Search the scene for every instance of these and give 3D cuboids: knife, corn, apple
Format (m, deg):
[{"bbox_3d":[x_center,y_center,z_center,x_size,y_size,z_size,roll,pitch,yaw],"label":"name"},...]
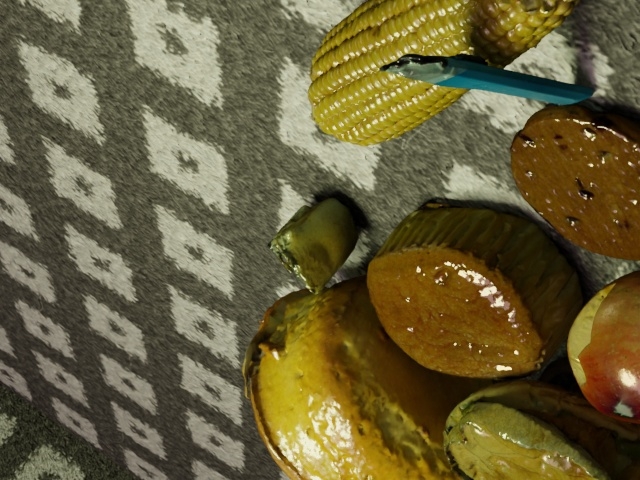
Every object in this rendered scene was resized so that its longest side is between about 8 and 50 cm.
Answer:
[{"bbox_3d":[0.164,-0.149,1.100,0.044,0.296,0.026,-20,76,41],"label":"knife"},{"bbox_3d":[0.106,-0.202,1.181,0.144,0.144,0.387,44,150,-7],"label":"corn"},{"bbox_3d":[0.361,0.117,1.298,0.199,0.199,0.199,29,150,19],"label":"apple"}]

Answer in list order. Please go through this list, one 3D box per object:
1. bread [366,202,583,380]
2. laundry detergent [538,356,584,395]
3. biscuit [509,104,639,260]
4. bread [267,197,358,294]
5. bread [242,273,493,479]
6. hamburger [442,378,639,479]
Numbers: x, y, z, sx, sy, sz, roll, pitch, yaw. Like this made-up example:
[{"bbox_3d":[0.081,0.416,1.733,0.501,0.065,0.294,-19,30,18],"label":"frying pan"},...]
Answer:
[{"bbox_3d":[0.188,0.069,1.464,0.253,0.142,0.227,7,131,48],"label":"bread"},{"bbox_3d":[0.347,0.217,1.553,0.237,0.076,0.171,-4,129,55],"label":"laundry detergent"},{"bbox_3d":[0.297,-0.059,1.259,0.212,0.036,0.212,29,151,18],"label":"biscuit"},{"bbox_3d":[0.002,0.000,1.603,0.103,0.110,0.156,50,-172,-12],"label":"bread"},{"bbox_3d":[0.076,0.208,1.635,0.358,0.337,0.204,43,128,-11],"label":"bread"},{"bbox_3d":[0.285,0.261,1.449,0.265,0.134,0.285,32,154,7],"label":"hamburger"}]
